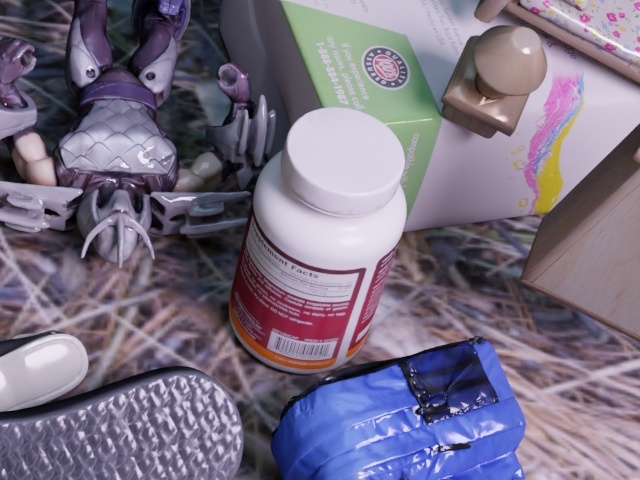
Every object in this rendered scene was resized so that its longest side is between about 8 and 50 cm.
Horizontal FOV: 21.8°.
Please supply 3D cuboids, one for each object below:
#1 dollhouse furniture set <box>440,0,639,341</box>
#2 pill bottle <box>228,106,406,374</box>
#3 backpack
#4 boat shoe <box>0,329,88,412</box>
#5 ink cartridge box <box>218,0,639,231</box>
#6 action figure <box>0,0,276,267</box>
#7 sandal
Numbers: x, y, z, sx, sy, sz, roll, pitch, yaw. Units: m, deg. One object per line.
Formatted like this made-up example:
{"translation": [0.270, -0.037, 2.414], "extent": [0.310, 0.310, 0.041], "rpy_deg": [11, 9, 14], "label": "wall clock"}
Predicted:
{"translation": [0.260, -0.121, 0.939], "extent": [0.303, 0.174, 0.355], "rpy_deg": [27, 64, -5], "label": "dollhouse furniture set"}
{"translation": [0.000, 0.000, 0.933], "extent": [0.086, 0.152, 0.086], "rpy_deg": [7, 49, -8], "label": "pill bottle"}
{"translation": [0.041, 0.113, 0.883], "extent": [0.120, 0.098, 0.101], "rpy_deg": [-9, 57, -22], "label": "backpack"}
{"translation": [-0.188, 0.079, 0.896], "extent": [0.125, 0.038, 0.046], "rpy_deg": [-23, 101, -23], "label": "boat shoe"}
{"translation": [0.132, -0.127, 1.095], "extent": [0.353, 0.119, 0.207], "rpy_deg": [-7, 54, -18], "label": "ink cartridge box"}
{"translation": [-0.125, -0.100, 1.027], "extent": [0.185, 0.099, 0.285], "rpy_deg": [10, 52, -18], "label": "action figure"}
{"translation": [-0.166, 0.122, 0.848], "extent": [0.255, 0.054, 0.097], "rpy_deg": [-6, 94, -17], "label": "sandal"}
